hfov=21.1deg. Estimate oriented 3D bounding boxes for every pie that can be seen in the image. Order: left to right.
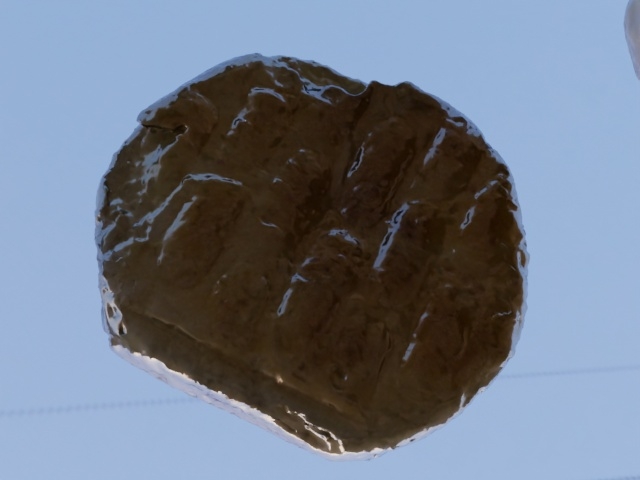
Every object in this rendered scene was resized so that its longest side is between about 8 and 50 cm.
[{"bbox_3d":[0.000,0.000,0.755,0.195,0.046,0.195,3,-111,-8],"label":"pie"}]

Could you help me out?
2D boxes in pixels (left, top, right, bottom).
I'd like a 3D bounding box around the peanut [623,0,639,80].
[{"bbox_3d":[0.180,-0.103,0.658,0.108,0.226,0.095,14,-101,-5],"label":"peanut"}]
